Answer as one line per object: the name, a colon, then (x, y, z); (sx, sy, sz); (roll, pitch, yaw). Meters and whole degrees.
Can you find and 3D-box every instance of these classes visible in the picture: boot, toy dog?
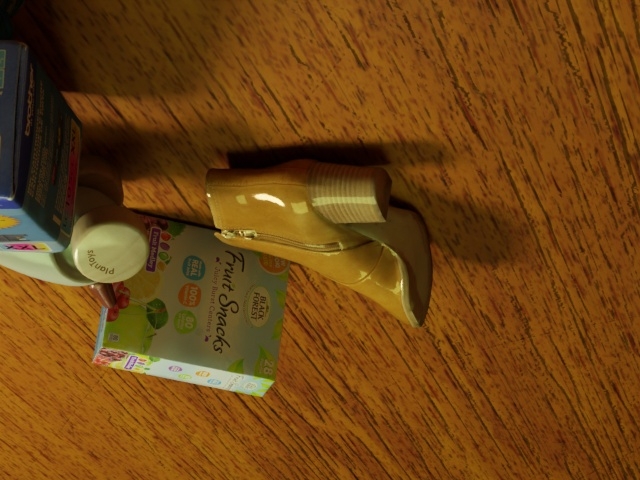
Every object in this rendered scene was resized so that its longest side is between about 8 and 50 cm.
boot: (0.000, 0.000, 1.983); (0.211, 0.104, 0.295); (1, 148, 21)
toy dog: (-0.340, 0.022, 1.905); (0.333, 0.220, 0.161); (2, 122, 7)

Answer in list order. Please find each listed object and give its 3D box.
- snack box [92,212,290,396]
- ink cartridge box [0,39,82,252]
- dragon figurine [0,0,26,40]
snack box: (-0.147, 0.074, 2.052); (0.207, 0.174, 0.070); (12, 155, -13)
ink cartridge box: (-0.384, -0.090, 1.626); (0.270, 0.151, 0.395); (2, 170, 1)
dragon figurine: (-0.316, -0.212, 1.631); (0.144, 0.085, 0.289); (7, 151, -2)
